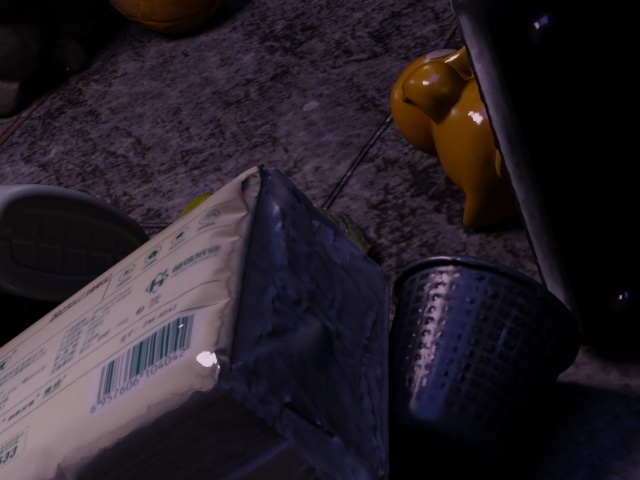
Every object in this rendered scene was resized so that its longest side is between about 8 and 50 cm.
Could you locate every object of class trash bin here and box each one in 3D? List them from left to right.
[{"bbox_3d":[0.117,0.124,1.245,0.175,0.175,0.161,0,48,33],"label":"trash bin"}]

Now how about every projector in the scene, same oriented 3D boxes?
[{"bbox_3d":[0.347,-0.147,1.262,0.405,0.395,0.242,-17,31,11],"label":"projector"}]

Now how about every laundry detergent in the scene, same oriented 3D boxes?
[{"bbox_3d":[-0.416,-0.002,1.721,0.397,0.125,0.264,3,-3,38],"label":"laundry detergent"}]

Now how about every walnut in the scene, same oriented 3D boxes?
[{"bbox_3d":[-0.238,-0.397,2.220,0.207,0.167,0.167,27,55,26],"label":"walnut"}]

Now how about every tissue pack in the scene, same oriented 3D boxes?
[{"bbox_3d":[-0.137,0.153,1.219,0.380,0.207,0.297,-33,27,27],"label":"tissue pack"}]

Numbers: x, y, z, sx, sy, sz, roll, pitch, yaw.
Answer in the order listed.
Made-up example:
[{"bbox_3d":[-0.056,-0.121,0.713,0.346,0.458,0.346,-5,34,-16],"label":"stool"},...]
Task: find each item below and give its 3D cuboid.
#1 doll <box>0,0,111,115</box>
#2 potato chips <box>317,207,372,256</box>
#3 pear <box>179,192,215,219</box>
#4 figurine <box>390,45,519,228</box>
[{"bbox_3d":[-0.418,-0.407,2.214,0.378,0.252,0.382,-48,16,47],"label":"doll"},{"bbox_3d":[0.000,0.001,1.618,0.092,0.028,0.207,-24,34,-3],"label":"potato chips"},{"bbox_3d":[-0.120,-0.009,1.655,0.092,0.092,0.097,7,42,39],"label":"pear"},{"bbox_3d":[0.177,-0.126,1.558,0.215,0.215,0.228,-20,55,5],"label":"figurine"}]
